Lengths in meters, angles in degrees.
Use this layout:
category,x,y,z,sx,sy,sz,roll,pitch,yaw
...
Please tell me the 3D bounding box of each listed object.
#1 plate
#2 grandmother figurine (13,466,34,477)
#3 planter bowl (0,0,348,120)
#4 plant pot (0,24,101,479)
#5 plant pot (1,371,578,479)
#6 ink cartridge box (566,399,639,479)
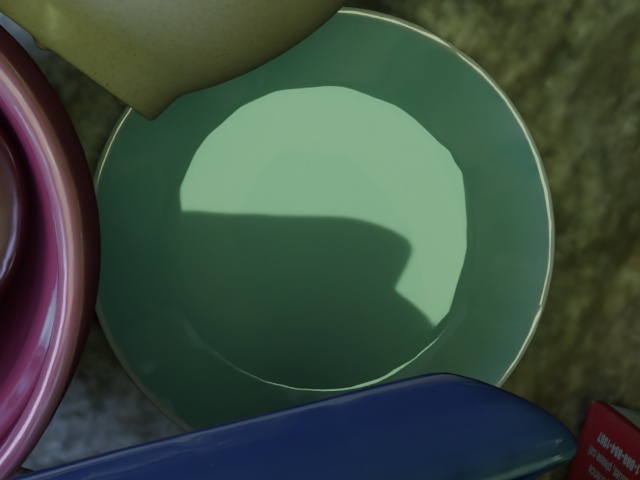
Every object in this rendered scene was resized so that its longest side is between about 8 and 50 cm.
category,x,y,z,sx,sy,sz,roll,pitch,yaw
plate,0.000,0.000,0.595,0.188,0.024,0.188,0,97,-3
grandmother figurine,-0.156,0.194,0.582,0.342,0.104,0.207,9,70,-1
planter bowl,-0.066,-0.111,0.502,0.162,0.162,0.109,37,91,-7
plant pot,-0.171,-0.004,0.506,0.201,0.180,0.201,0,98,-2
plant pot,-0.033,0.171,0.404,0.236,0.236,0.212,-9,72,-35
ink cartridge box,0.139,0.223,0.541,0.114,0.197,0.272,16,97,-12
